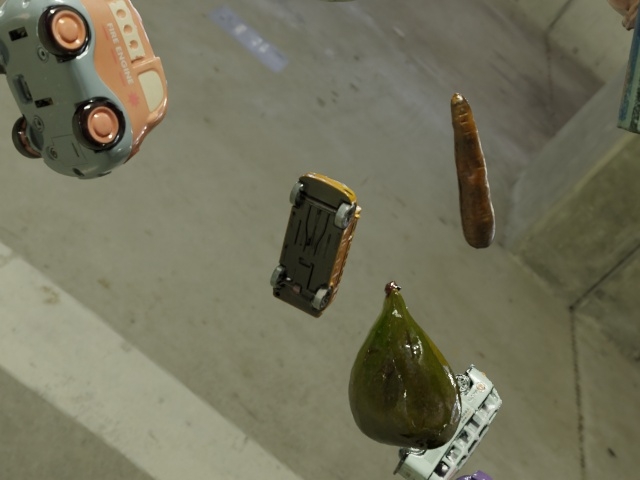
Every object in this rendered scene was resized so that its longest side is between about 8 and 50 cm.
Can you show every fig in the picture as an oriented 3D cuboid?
[{"bbox_3d":[0.107,0.151,1.097,0.126,0.133,0.185,22,76,-41],"label":"fig"}]

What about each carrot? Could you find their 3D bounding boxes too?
[{"bbox_3d":[0.150,-0.068,0.925,0.036,0.035,0.165,-57,139,-65],"label":"carrot"}]

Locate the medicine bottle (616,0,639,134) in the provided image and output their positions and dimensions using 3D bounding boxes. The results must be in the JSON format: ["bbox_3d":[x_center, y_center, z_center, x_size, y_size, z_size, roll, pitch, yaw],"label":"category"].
[{"bbox_3d":[0.257,-0.171,0.674,0.051,0.191,0.051,6,16,-2],"label":"medicine bottle"}]

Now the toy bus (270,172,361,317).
[{"bbox_3d":[0.000,0.000,1.035,0.069,0.162,0.074,26,31,19],"label":"toy bus"}]

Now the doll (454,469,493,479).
[{"bbox_3d":[0.168,0.336,1.114,0.067,0.110,0.206,35,15,4],"label":"doll"}]

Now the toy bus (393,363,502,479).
[{"bbox_3d":[0.188,0.274,1.344,0.089,0.087,0.194,36,67,13],"label":"toy bus"}]

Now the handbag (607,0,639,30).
[{"bbox_3d":[0.296,-0.267,0.781,0.205,0.179,0.116,-25,78,-43],"label":"handbag"}]

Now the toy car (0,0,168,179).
[{"bbox_3d":[-0.318,-0.232,1.292,0.212,0.180,0.271,-33,113,-43],"label":"toy car"}]
